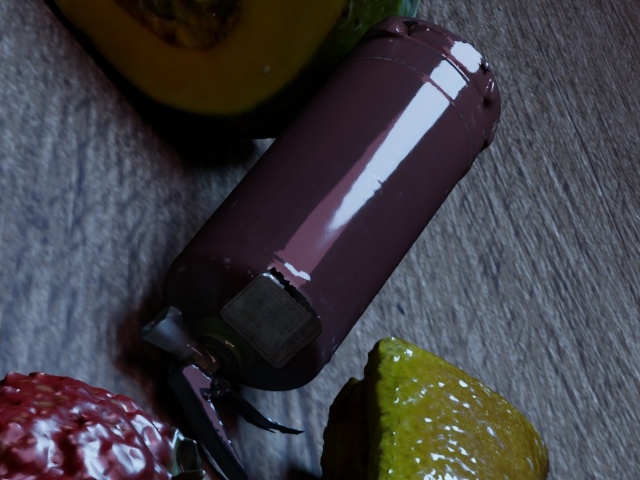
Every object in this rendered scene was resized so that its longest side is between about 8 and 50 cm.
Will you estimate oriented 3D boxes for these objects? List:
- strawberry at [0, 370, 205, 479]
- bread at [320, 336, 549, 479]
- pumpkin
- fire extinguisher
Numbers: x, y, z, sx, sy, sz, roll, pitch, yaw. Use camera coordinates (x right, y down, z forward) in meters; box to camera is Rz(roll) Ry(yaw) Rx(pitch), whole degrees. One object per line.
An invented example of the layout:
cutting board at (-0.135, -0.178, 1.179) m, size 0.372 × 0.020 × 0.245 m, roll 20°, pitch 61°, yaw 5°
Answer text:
strawberry at (-0.106, 0.107, 0.551) m, size 0.148 × 0.131 × 0.131 m, roll -6°, pitch 53°, yaw -33°
bread at (0.053, 0.143, 0.786) m, size 0.132 × 0.103 × 0.172 m, roll 38°, pitch 26°, yaw -20°
pumpkin at (-0.066, -0.194, 1.014) m, size 0.280 × 0.190 × 0.139 m, roll 49°, pitch 24°, yaw 4°
fire extinguisher at (0.000, 0.000, 0.860) m, size 0.105 × 0.105 × 0.269 m, roll 44°, pitch 53°, yaw -8°
